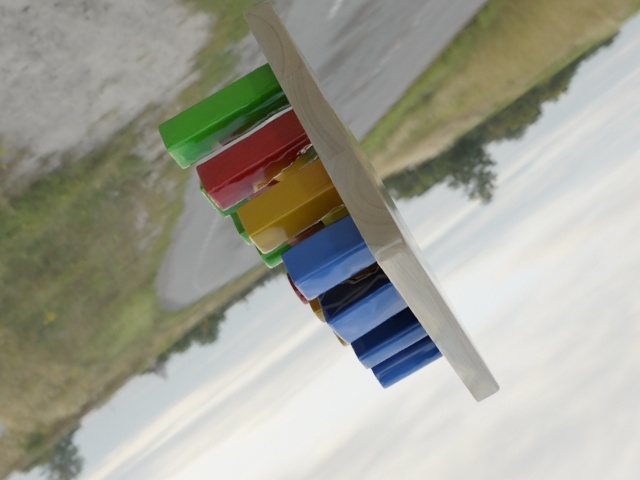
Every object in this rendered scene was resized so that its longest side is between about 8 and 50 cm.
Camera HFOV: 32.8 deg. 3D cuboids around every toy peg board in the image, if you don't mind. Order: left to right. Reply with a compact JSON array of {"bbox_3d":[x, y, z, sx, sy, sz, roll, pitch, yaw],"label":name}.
[{"bbox_3d":[0.000,0.000,0.529,0.079,0.160,0.161,-31,143,6],"label":"toy peg board"}]
